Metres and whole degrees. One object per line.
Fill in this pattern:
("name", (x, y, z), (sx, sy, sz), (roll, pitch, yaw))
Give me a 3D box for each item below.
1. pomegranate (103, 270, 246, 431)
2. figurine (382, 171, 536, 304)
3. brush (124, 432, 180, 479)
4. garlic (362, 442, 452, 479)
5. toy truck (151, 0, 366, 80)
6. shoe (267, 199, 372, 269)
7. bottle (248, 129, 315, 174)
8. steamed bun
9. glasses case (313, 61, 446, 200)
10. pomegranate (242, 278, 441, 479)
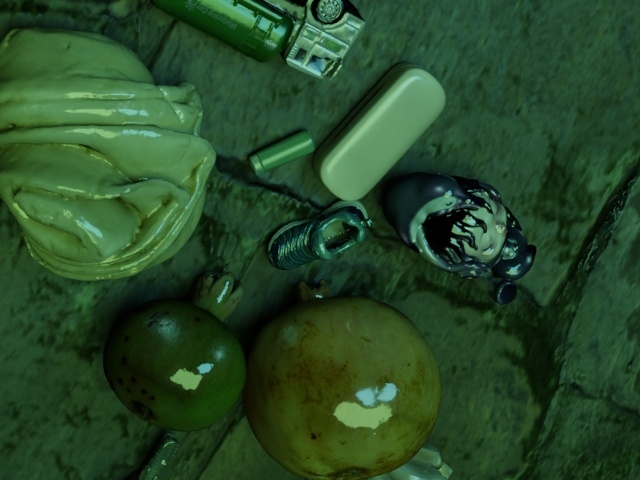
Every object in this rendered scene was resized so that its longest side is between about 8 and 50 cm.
("pomegranate", (-0.162, 0.145, 1.620), (0.211, 0.179, 0.179), (-30, 118, -19))
("figurine", (0.179, -0.021, 1.701), (0.145, 0.145, 0.222), (-48, 128, 4))
("brush", (-0.272, 0.394, 1.750), (0.070, 0.051, 0.323), (27, 104, -19))
("garlic", (0.121, 0.336, 1.832), (0.131, 0.127, 0.194), (-25, 152, 25))
("toy truck", (-0.075, -0.279, 1.515), (0.243, 0.101, 0.125), (24, 106, -23))
("shoe", (0.000, 0.000, 1.668), (0.143, 0.071, 0.063), (-25, 116, -3))
("bottle", (-0.049, -0.111, 1.629), (0.083, 0.030, 0.030), (-25, 117, -7))
("steamed bun", (-0.254, -0.094, 1.468), (0.276, 0.203, 0.289), (-4, 111, -17))
("glasses case", (0.075, -0.139, 1.649), (0.196, 0.050, 0.083), (-46, 115, 3))
("pomegranate", (0.022, 0.172, 1.660), (0.252, 0.270, 0.229), (-9, 154, -5))
